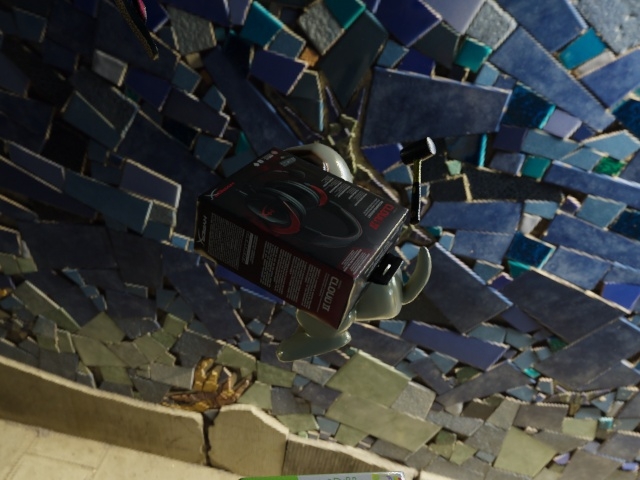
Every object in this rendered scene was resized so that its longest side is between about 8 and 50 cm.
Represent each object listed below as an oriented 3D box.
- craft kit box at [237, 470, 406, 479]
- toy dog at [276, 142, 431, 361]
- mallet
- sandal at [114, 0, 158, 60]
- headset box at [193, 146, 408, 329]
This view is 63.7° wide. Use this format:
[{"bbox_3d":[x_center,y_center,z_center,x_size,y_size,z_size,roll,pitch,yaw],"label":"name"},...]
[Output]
[{"bbox_3d":[-0.045,0.385,0.690,0.250,0.246,0.061,13,38,-31],"label":"craft kit box"},{"bbox_3d":[0.000,0.000,1.090,0.396,0.407,0.284,-14,15,25],"label":"toy dog"},{"bbox_3d":[0.178,-0.109,0.912,0.039,0.062,0.189,38,39,-34],"label":"mallet"},{"bbox_3d":[-0.362,-0.445,1.018,0.040,0.179,0.067,-34,12,-18],"label":"sandal"},{"bbox_3d":[-0.014,-0.011,0.811,0.293,0.110,0.218,28,40,15],"label":"headset box"}]
